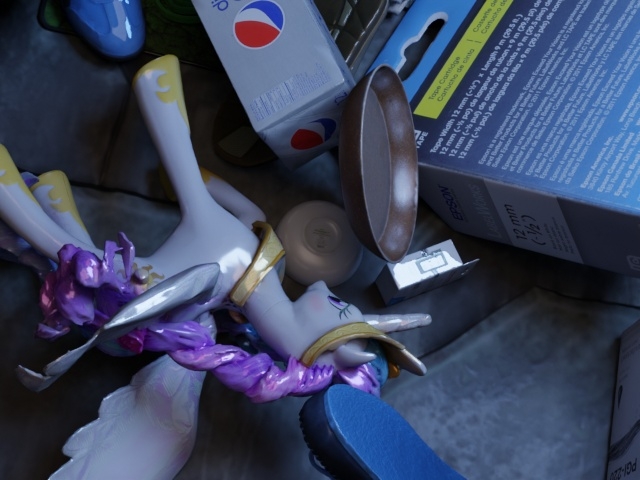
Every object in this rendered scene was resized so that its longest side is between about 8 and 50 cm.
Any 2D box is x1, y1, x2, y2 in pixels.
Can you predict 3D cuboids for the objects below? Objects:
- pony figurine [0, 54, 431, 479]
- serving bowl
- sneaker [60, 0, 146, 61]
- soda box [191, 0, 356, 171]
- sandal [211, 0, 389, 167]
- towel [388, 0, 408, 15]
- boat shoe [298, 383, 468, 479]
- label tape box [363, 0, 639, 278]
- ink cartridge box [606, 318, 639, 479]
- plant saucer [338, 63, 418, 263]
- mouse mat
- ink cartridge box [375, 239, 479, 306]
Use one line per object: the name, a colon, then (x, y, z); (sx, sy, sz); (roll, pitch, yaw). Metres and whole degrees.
pony figurine: (-0.134, 0.049, 1.435); (0.351, 0.302, 0.363); (-30, 62, -29)
serving bowl: (0.000, 0.000, 1.586); (0.083, 0.027, 0.083); (4, 70, -10)
sneaker: (-0.208, -0.266, 1.612); (0.069, 0.082, 0.209); (-13, 74, -18)
soda box: (-0.058, -0.209, 1.567); (0.091, 0.098, 0.286); (-30, 65, 8)
sandal: (-0.011, -0.151, 1.621); (0.090, 0.060, 0.219); (28, 76, 27)
towel: (0.010, -0.355, 1.710); (0.282, 0.049, 0.187); (31, 66, 3)
boat shoe: (0.051, 0.210, 1.412); (0.089, 0.258, 0.109); (-25, 41, 23)
label tape box: (0.214, -0.120, 1.609); (0.348, 0.115, 0.249); (15, 61, 37)
ink cartridge box: (0.316, 0.165, 1.515); (0.092, 0.158, 0.217); (12, 67, -9)
plant saucer: (0.047, -0.064, 1.484); (0.029, 0.168, 0.168); (-2, 67, 18)
mouse mat: (-0.157, -0.244, 1.660); (0.190, 0.007, 0.152); (14, 67, -7)
ink cartridge box: (0.095, 0.027, 1.584); (0.083, 0.048, 0.028); (-19, 74, -19)
